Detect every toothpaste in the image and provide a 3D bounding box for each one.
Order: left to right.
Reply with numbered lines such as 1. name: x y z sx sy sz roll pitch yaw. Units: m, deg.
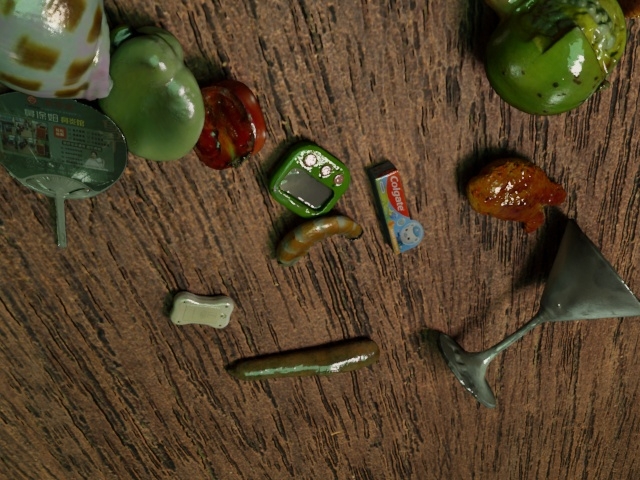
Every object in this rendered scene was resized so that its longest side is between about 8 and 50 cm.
1. toothpaste: 0.151 -0.066 1.359 0.070 0.044 0.193 -23 128 -5

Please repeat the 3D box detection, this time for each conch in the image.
1. conch: -0.408 -0.339 0.883 0.249 0.197 0.368 -20 105 34

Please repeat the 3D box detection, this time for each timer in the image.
1. timer: -0.022 -0.111 1.267 0.140 0.047 0.128 31 107 -33

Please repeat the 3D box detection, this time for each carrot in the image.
1. carrot: -0.034 0.273 1.515 0.342 0.070 0.070 -7 125 -13

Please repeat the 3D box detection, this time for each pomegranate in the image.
1. pomegranate: 0.360 -0.353 1.151 0.302 0.236 0.236 43 104 -4

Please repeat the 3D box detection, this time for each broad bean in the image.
1. broad bean: -0.268 -0.222 1.067 0.169 0.100 0.228 -10 121 15

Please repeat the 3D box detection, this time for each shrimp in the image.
1. shrimp: 0.000 0.000 1.349 0.166 0.049 0.161 0 145 -44

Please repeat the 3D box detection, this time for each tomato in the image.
1. tomato: -0.140 -0.194 1.126 0.091 0.159 0.139 -35 98 -43

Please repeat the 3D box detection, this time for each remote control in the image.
1. remote control: -0.236 0.138 1.370 0.122 0.032 0.074 9 119 -25

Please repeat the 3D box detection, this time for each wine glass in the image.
1. wine glass: 0.477 0.178 1.519 0.406 0.267 0.267 -42 126 15

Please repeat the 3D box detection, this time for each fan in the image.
1. fan: -0.446 -0.125 1.104 0.223 0.012 0.294 32 125 -23

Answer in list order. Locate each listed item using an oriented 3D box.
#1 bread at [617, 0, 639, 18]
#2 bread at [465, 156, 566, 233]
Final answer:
1. bread: 0.539 -0.468 1.132 0.104 0.199 0.199 -10 125 -11
2. bread: 0.406 -0.089 1.402 0.269 0.095 0.139 21 121 -34
